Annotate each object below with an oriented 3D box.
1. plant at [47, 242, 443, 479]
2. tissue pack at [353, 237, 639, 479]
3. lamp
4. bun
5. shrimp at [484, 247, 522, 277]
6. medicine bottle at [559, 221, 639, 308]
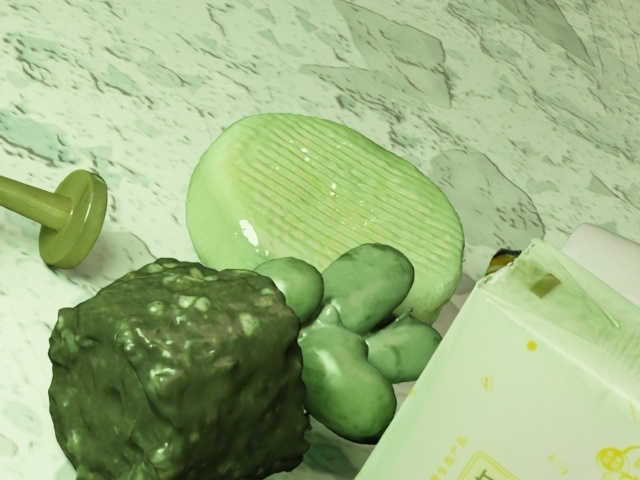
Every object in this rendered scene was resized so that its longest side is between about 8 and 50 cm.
[{"bbox_3d":[-0.034,0.076,1.159,0.275,0.146,0.149,-8,33,-44],"label":"plant"},{"bbox_3d":[0.137,0.146,1.138,0.185,0.225,0.124,37,31,13],"label":"tissue pack"},{"bbox_3d":[-0.248,-0.049,1.213,0.215,0.121,0.121,23,29,-31],"label":"lamp"},{"bbox_3d":[-0.003,-0.002,1.365,0.221,0.108,0.221,19,40,-17],"label":"bun"},{"bbox_3d":[0.206,0.067,1.511,0.161,0.049,0.166,17,24,-18],"label":"shrimp"},{"bbox_3d":[0.282,0.140,1.258,0.316,0.202,0.202,25,28,14],"label":"medicine bottle"}]
